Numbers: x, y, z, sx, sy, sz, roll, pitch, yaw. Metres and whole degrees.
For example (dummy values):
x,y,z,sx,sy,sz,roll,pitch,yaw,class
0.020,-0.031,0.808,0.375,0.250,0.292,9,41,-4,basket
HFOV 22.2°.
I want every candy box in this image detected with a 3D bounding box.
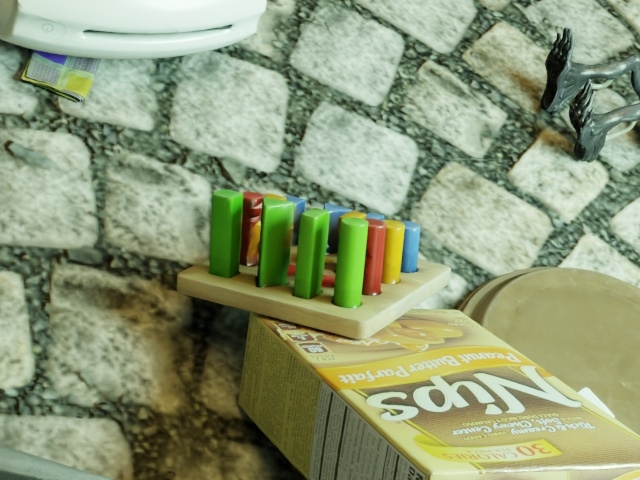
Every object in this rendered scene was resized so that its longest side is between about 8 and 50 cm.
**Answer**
x,y,z,sx,sy,sz,roll,pitch,yaw,class
0.082,0.133,1.129,0.183,0.087,0.316,1,15,-23,candy box

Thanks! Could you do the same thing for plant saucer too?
x,y,z,sx,sy,sz,roll,pitch,yaw,class
0.235,0.126,1.354,0.278,0.041,0.278,13,47,-15,plant saucer

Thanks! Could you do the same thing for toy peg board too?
x,y,z,sx,sy,sz,roll,pitch,yaw,class
0.000,0.000,1.252,0.161,0.079,0.160,14,20,25,toy peg board

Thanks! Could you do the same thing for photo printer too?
x,y,z,sx,sy,sz,roll,pitch,yaw,class
-0.200,-0.283,1.457,0.256,0.107,0.307,-5,51,-30,photo printer

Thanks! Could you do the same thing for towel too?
x,y,z,sx,sy,sz,roll,pitch,yaw,class
-0.222,-0.155,1.409,0.060,0.009,0.083,20,45,-6,towel

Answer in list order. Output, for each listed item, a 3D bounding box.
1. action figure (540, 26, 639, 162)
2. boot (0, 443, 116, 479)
x,y,z,sx,sy,sz,roll,pitch,yaw,class
0.364,-0.138,1.580,0.275,0.141,0.164,2,49,-20,action figure
-0.258,0.095,1.078,0.338,0.118,0.223,15,45,-5,boot
